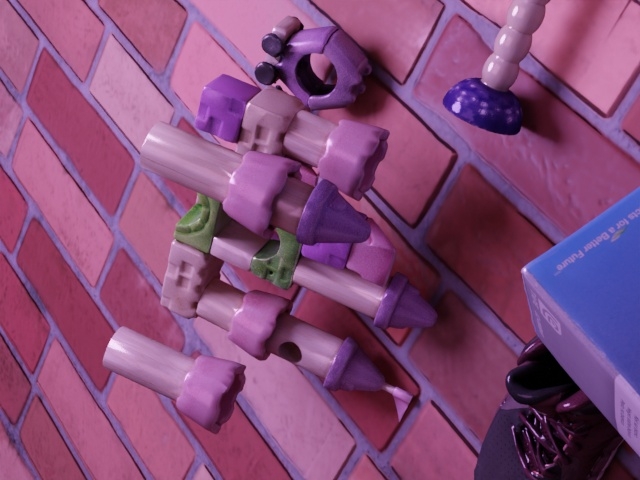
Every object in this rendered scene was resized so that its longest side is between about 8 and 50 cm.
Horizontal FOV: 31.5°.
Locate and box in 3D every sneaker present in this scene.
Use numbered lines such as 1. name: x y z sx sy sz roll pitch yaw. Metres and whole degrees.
1. sneaker: 0.171 0.124 0.860 0.281 0.163 0.106 -54 55 33

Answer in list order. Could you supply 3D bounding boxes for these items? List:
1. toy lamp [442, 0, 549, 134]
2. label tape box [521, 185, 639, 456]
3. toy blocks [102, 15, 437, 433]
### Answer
1. toy lamp: 0.183 -0.219 0.901 0.080 0.080 0.274 41 122 38
2. label tape box: 0.320 0.087 0.646 0.249 0.115 0.347 -34 60 -5
3. toy blocks: 0.000 0.000 1.037 0.260 0.309 0.288 23 125 10
